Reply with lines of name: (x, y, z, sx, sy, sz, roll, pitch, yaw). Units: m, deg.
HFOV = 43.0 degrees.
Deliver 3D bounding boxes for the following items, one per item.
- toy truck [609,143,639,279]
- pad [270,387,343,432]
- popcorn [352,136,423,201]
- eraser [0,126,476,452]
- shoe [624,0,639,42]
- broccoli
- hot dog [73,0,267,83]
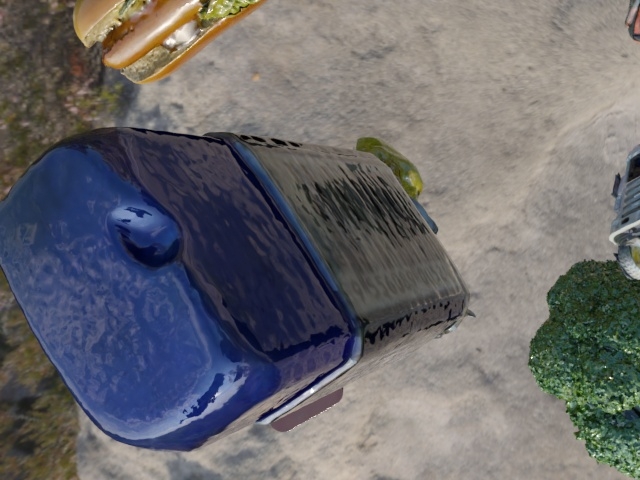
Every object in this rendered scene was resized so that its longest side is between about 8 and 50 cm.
toy truck: (0.312, -0.006, 0.561, 0.227, 0.114, 0.098, 23, 153, -17)
pad: (-0.077, 0.235, 1.629, 0.181, 0.004, 0.267, -33, 76, 19)
popcorn: (0.000, 0.000, 0.997, 0.174, 0.225, 0.286, 38, 100, 10)
eraser: (-0.018, 0.020, 0.487, 0.102, 0.332, 0.155, -40, 76, 23)
shoe: (0.552, -0.411, 1.335, 0.132, 0.336, 0.170, 15, 73, 33)
broccoli: (0.560, 0.192, 1.432, 0.321, 0.310, 0.413, -41, 45, 30)
hot dog: (-0.105, -0.278, 0.811, 0.337, 0.100, 0.135, -32, 127, 22)
